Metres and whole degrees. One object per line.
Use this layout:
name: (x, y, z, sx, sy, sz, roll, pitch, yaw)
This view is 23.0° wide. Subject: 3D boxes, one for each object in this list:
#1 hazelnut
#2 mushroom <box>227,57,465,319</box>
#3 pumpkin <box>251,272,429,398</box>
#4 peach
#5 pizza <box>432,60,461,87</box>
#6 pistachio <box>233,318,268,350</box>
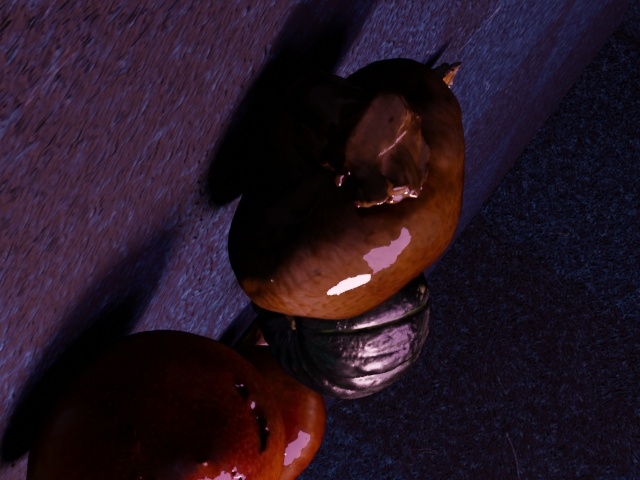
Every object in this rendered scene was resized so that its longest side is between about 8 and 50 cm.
hazelnut: (-0.097, 0.226, 1.939, 0.204, 0.178, 0.178, -24, -175, 25)
mushroom: (0.027, -0.046, 1.383, 0.263, 0.195, 0.283, -47, 171, -8)
pumpkin: (0.021, 0.065, 1.736, 0.162, 0.220, 0.220, -17, 150, -37)
peach: (-0.142, 0.189, 1.355, 0.231, 0.231, 0.231, -53, 172, -11)
pizza: (0.118, -0.171, 1.944, 0.176, 0.036, 0.184, -54, 170, -14)
pistachio: (-0.086, 0.152, 2.064, 0.173, 0.049, 0.089, -52, 172, -12)
